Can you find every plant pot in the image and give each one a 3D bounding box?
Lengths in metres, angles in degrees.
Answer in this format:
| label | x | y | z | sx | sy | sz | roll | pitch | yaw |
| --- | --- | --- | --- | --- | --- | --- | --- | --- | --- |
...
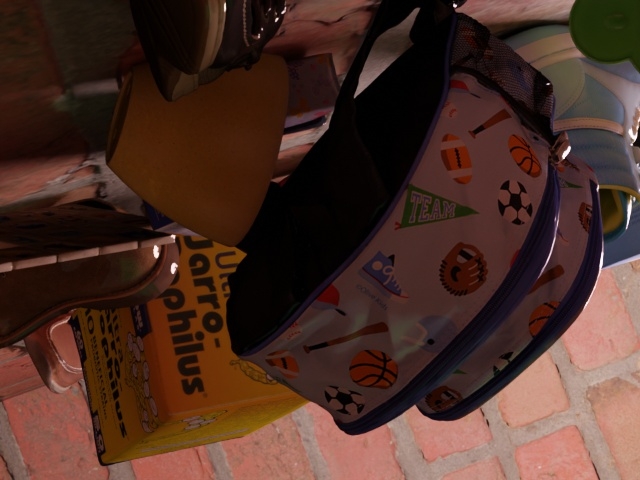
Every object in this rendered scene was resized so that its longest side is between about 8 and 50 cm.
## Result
| label | x | y | z | sx | sy | sz | roll | pitch | yaw |
| --- | --- | --- | --- | --- | --- | --- | --- | --- | --- |
| plant pot | -0.089 | -0.072 | 0.856 | 0.095 | 0.134 | 0.134 | 15 | 162 | -17 |

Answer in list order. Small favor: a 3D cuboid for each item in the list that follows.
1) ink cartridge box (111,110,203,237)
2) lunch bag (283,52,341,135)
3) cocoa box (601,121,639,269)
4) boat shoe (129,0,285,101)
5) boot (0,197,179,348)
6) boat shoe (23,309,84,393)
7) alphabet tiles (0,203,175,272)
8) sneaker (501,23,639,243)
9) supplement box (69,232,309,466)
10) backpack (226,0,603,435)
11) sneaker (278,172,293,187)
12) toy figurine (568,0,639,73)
| label | x | y | z | sx | sy | sz | roll | pitch | yaw |
| --- | --- | --- | --- | --- | --- | --- | --- | --- | --- |
| ink cartridge box | -0.096 | -0.054 | 1.026 | 0.046 | 0.097 | 0.207 | -22 | 174 | 11 |
| lunch bag | -0.027 | -0.108 | 0.991 | 0.071 | 0.053 | 0.083 | -17 | -178 | -20 |
| cocoa box | 0.528 | -0.122 | 1.821 | 0.231 | 0.228 | 0.347 | -17 | 173 | -30 |
| boat shoe | -0.055 | -0.126 | 0.660 | 0.073 | 0.080 | 0.223 | -25 | 180 | -11 |
| boot | -0.296 | 0.027 | 1.252 | 0.305 | 0.112 | 0.115 | -18 | 145 | 23 |
| boat shoe | -0.360 | 0.150 | 1.948 | 0.116 | 0.123 | 0.324 | -28 | 180 | 4 |
| alphabet tiles | -0.237 | -0.006 | 0.980 | 0.198 | 0.009 | 0.237 | 10 | -168 | 36 |
| sneaker | 0.277 | -0.105 | 1.267 | 0.319 | 0.208 | 0.127 | -15 | 170 | -45 |
| supplement box | -0.144 | 0.121 | 1.452 | 0.195 | 0.194 | 0.356 | -8 | 166 | -24 |
| backpack | 0.055 | 0.002 | 0.848 | 0.276 | 0.213 | 0.263 | -53 | -175 | 29 |
| sneaker | 0.055 | -0.089 | 1.440 | 0.221 | 0.087 | 0.128 | -13 | 150 | -15 |
| toy figurine | 0.324 | -0.200 | 1.136 | 0.173 | 0.130 | 0.159 | 1 | -166 | 26 |
